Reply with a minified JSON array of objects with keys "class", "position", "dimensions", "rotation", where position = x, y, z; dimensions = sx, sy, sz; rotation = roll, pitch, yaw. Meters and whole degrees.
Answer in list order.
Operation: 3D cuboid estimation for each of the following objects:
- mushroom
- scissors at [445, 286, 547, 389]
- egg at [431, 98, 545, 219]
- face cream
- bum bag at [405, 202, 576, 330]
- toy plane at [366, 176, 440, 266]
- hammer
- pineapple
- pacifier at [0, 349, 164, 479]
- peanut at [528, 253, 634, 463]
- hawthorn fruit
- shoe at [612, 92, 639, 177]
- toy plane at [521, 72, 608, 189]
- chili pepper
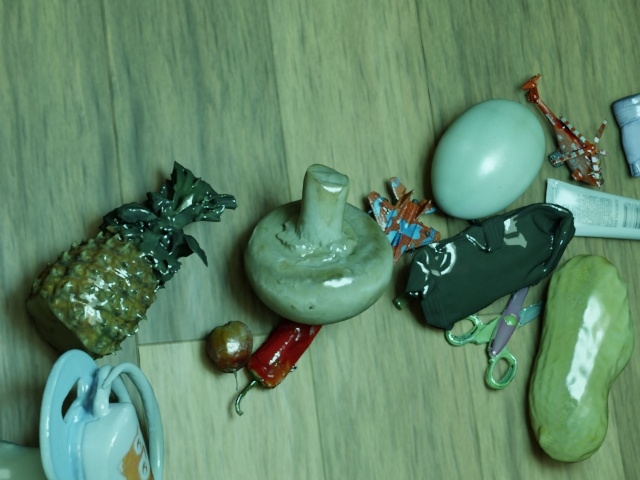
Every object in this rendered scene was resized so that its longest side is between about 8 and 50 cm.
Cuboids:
[{"class":"mushroom","position":[0.000,0.000,1.786],"dimensions":[0.207,0.215,0.207],"rotation":[4,35,-3]},{"class":"scissors","position":[0.282,0.126,1.994],"dimensions":[0.187,0.020,0.133],"rotation":[-41,89,-26]},{"class":"egg","position":[0.246,-0.119,1.960],"dimensions":[0.151,0.151,0.209],"rotation":[44,70,-9]},{"class":"face cream","position":[0.469,-0.037,2.092],"dimensions":[0.244,0.058,0.092],"rotation":[8,82,-16]},{"class":"bum bag","position":[0.252,0.034,1.958],"dimensions":[0.326,0.080,0.142],"rotation":[-21,121,-27]},{"class":"toy plane","position":[0.104,0.003,1.925],"dimensions":[0.130,0.061,0.189],"rotation":[32,73,-15]},{"class":"hammer","position":[0.184,0.042,1.974],"dimensions":[0.199,0.013,0.062],"rotation":[-40,96,-24]},{"class":"pineapple","position":[-0.235,0.023,1.731],"dimensions":[0.310,0.170,0.141],"rotation":[-47,141,-28]},{"class":"pacifier","position":[-0.327,0.278,1.634],"dimensions":[0.233,0.244,0.299],"rotation":[-7,112,7]},{"class":"peanut","position":[0.396,0.177,1.969],"dimensions":[0.148,0.147,0.318],"rotation":[15,76,-19]},{"class":"hawthorn fruit","position":[-0.118,0.160,1.786],"dimensions":[0.067,0.066,0.103],"rotation":[-5,59,-24]},{"class":"shoe","position":[0.596,-0.167,2.153],"dimensions":[0.245,0.095,0.137],"rotation":[1,82,-19]},{"class":"toy plane","position":[0.378,-0.162,2.070],"dimensions":[0.194,0.077,0.126],"rotation":[34,64,-5]},{"class":"chili pepper","position":[-0.038,0.139,1.841],"dimensions":[0.059,0.050,0.268],"rotation":[40,65,6]}]
